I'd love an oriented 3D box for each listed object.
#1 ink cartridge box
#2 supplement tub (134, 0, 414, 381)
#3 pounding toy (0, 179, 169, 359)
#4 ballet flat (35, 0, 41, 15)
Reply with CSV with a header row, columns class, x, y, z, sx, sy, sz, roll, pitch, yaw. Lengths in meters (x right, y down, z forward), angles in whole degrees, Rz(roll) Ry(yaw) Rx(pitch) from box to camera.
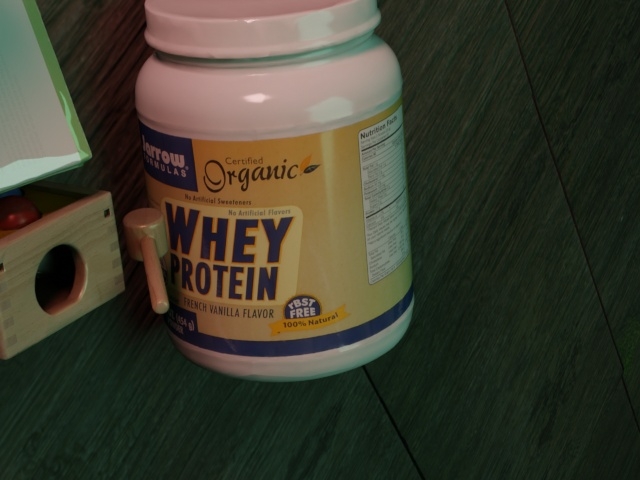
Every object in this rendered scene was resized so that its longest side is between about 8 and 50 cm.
class,x,y,z,sx,sy,sz,roll,pitch,yaw
ink cartridge box,-0.289,-0.094,0.925,0.235,0.056,0.171,-23,98,-27
supplement tub,-0.039,-0.061,1.206,0.228,0.228,0.316,-33,125,-49
pounding toy,-0.191,-0.001,1.028,0.206,0.181,0.094,-33,126,-49
ballet flat,-0.251,-0.121,1.022,0.168,0.057,0.052,-62,157,-24
